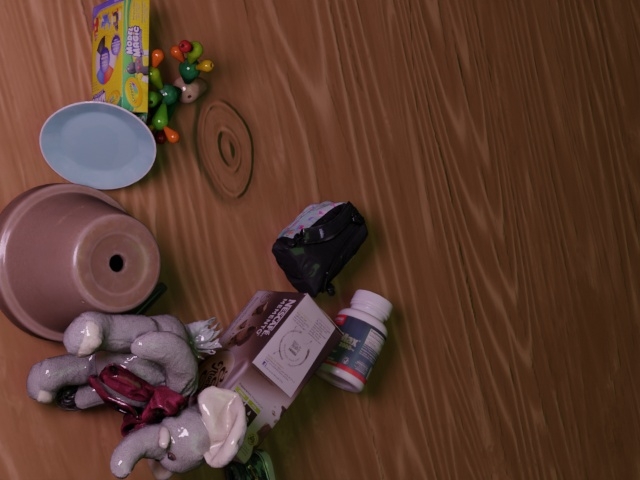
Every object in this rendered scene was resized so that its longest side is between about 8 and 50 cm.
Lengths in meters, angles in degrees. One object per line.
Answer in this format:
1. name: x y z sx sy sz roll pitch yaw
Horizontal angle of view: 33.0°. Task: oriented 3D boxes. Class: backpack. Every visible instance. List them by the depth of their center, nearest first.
1. backpack: 0.000 0.000 2.039 0.182 0.115 0.152 -46 126 -28

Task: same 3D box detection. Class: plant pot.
1. plant pot: -0.366 0.032 1.709 0.263 0.229 0.263 2 87 -36

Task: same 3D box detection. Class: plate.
1. plate: -0.362 -0.158 1.765 0.188 0.188 0.024 32 35 -31

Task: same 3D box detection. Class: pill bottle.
1. pill bottle: 0.068 0.191 2.088 0.108 0.108 0.180 37 68 -29

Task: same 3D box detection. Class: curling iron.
1. curling iron: -0.352 0.177 1.833 0.068 0.035 0.274 45 66 -22

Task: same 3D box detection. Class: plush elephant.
1. plush elephant: -0.264 0.261 1.690 0.330 0.272 0.255 -4 67 -41

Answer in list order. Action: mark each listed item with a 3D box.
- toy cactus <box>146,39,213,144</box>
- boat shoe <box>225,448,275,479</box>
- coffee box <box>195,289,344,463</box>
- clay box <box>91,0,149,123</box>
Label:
1. toy cactus: -0.241 -0.253 1.856 0.219 0.112 0.180 -65 167 23
2. boat shoe: -0.118 0.481 1.982 0.083 0.065 0.183 -18 93 -33
3. coffee box: -0.120 0.234 1.917 0.119 0.168 0.297 51 63 -24
4. clay box: -0.334 -0.286 1.797 0.053 0.127 0.222 3 87 -35
